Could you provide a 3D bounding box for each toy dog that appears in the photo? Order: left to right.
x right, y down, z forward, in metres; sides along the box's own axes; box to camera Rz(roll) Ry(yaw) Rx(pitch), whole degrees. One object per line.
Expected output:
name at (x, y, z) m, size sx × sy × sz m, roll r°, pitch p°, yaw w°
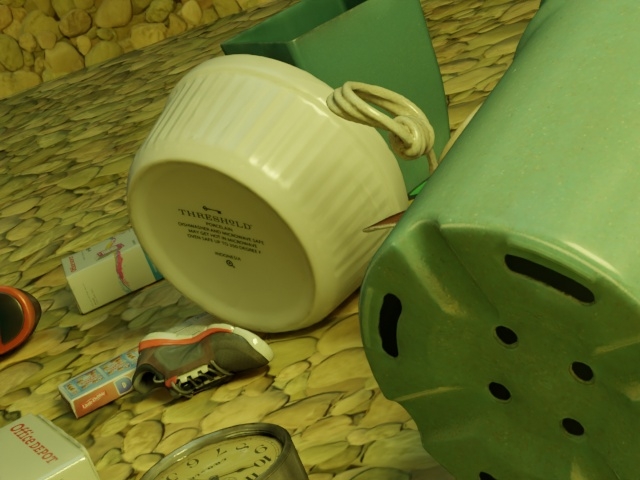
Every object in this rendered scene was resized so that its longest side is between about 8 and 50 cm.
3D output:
toy dog at (0.128, -0.007, 1.487) m, size 0.220 × 0.161 × 0.333 m, roll 42°, pitch 24°, yaw 31°

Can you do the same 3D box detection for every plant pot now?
plant pot at (0.037, -0.142, 1.902) m, size 0.165 × 0.234 × 0.165 m, roll -31°, pitch 19°, yaw -23°
plant pot at (0.214, -0.005, 1.144) m, size 0.341 × 0.341 × 0.334 m, roll -5°, pitch 31°, yaw 45°

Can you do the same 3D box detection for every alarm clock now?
alarm clock at (-0.065, 0.195, 1.293) m, size 0.129 × 0.064 × 0.192 m, roll -28°, pitch 15°, yaw -17°

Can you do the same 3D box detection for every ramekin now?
ramekin at (-0.061, -0.031, 1.667) m, size 0.273 × 0.273 × 0.127 m, roll -6°, pitch 36°, yaw 44°

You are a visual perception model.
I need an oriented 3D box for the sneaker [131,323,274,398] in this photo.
sneaker at (-0.110, 0.121, 1.627) m, size 0.158 × 0.061 × 0.065 m, roll -10°, pitch 48°, yaw 39°

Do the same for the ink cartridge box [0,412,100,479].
ink cartridge box at (-0.281, 0.235, 1.396) m, size 0.212 × 0.093 × 0.154 m, roll -30°, pitch 19°, yaw -19°

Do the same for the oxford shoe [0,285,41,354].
oxford shoe at (-0.440, 0.125, 1.985) m, size 0.271 × 0.097 × 0.098 m, roll -17°, pitch -3°, yaw 6°

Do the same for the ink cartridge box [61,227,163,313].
ink cartridge box at (-0.235, 0.030, 2.041) m, size 0.122 × 0.052 × 0.088 m, roll -26°, pitch 17°, yaw -6°

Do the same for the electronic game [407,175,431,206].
electronic game at (0.174, -0.065, 1.780) m, size 0.229 × 0.048 × 0.229 m, roll -27°, pitch 12°, yaw 7°

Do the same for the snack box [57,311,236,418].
snack box at (-0.170, 0.119, 1.735) m, size 0.178 × 0.022 × 0.064 m, roll -27°, pitch 18°, yaw -14°
